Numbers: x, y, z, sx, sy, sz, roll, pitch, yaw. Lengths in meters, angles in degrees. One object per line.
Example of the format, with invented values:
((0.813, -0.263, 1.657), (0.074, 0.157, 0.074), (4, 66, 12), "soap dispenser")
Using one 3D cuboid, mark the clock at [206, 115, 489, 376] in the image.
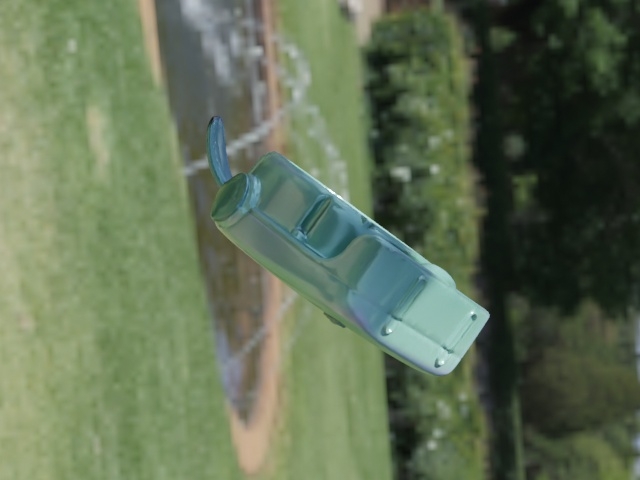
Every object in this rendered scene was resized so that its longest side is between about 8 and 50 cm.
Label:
((0.000, 0.000, 0.765), (0.041, 0.135, 0.101), (-54, 146, 3), "clock")
